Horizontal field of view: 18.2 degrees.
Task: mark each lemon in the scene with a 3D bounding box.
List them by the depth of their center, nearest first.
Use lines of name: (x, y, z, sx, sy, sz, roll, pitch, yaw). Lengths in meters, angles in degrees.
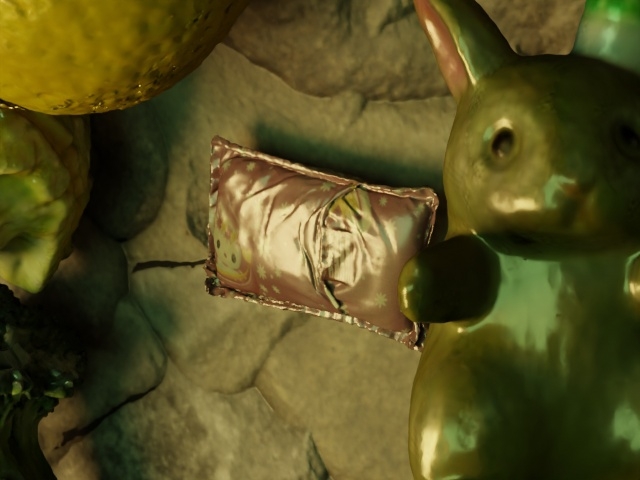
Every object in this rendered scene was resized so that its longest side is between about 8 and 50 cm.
lemon: (-0.144, -0.219, 1.199, 0.258, 0.258, 0.310, 49, 113, 17)

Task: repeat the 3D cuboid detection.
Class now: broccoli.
broccoli: (-0.237, 0.169, 1.374, 0.177, 0.198, 0.275, -19, 86, 42)

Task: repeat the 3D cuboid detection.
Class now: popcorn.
popcorn: (-0.246, -0.053, 1.349, 0.185, 0.187, 0.167, 27, 118, 23)

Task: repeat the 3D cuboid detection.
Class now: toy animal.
toy animal: (0.129, -0.009, 1.096, 0.181, 0.180, 0.363, -1, 109, -1)

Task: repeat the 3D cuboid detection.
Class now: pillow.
pillow: (0.000, 0.000, 1.280, 0.185, 0.043, 0.118, 18, 117, 35)
